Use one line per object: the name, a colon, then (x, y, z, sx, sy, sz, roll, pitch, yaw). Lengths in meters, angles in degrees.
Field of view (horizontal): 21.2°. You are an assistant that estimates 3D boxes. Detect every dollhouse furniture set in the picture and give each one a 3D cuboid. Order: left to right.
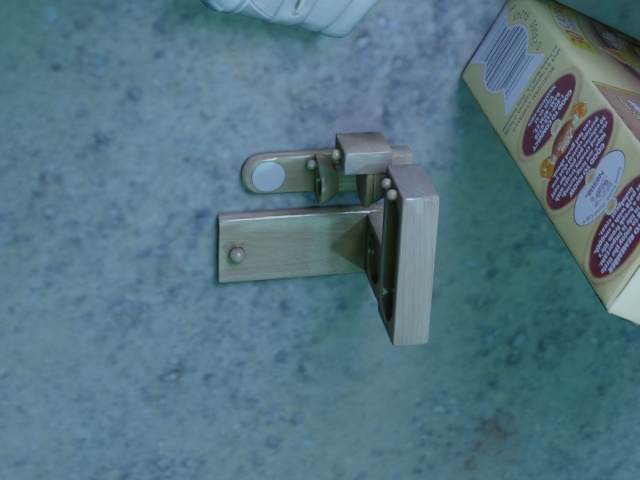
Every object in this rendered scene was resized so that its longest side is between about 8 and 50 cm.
dollhouse furniture set: (0.000, 0.000, 1.188, 0.123, 0.151, 0.144, -4, 120, -11)

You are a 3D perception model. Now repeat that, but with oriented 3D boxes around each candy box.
candy box: (0.225, -0.041, 1.114, 0.183, 0.316, 0.087, 20, 115, -23)

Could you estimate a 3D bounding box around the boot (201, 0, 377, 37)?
boot: (0.021, -0.248, 1.083, 0.123, 0.095, 0.258, 12, 125, -29)
